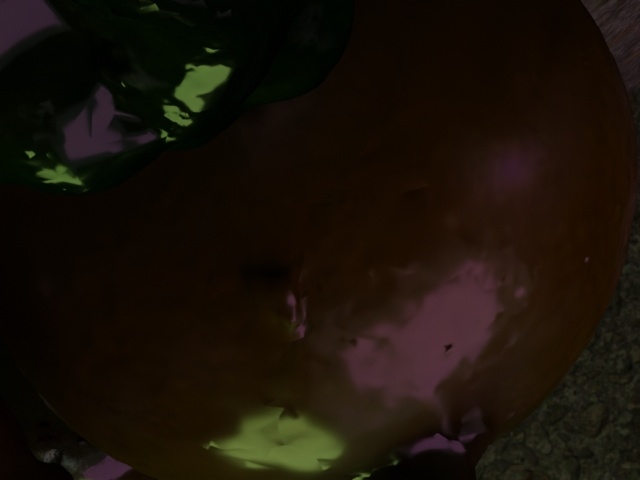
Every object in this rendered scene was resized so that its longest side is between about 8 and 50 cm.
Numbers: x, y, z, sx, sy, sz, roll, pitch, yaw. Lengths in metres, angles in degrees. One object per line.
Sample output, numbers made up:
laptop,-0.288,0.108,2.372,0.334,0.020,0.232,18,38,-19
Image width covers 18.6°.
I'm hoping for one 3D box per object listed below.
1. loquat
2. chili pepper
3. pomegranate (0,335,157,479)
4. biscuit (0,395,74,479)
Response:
loquat,0.000,0.000,0.944,0.328,0.359,0.328,-16,156,-7
chili pepper,-0.090,-0.105,0.631,0.213,0.167,0.385,-44,168,16
pomegranate,-0.190,0.093,1.250,0.209,0.180,0.180,14,138,-31
biscuit,-0.193,0.135,0.877,0.107,0.326,0.326,-40,172,-26
